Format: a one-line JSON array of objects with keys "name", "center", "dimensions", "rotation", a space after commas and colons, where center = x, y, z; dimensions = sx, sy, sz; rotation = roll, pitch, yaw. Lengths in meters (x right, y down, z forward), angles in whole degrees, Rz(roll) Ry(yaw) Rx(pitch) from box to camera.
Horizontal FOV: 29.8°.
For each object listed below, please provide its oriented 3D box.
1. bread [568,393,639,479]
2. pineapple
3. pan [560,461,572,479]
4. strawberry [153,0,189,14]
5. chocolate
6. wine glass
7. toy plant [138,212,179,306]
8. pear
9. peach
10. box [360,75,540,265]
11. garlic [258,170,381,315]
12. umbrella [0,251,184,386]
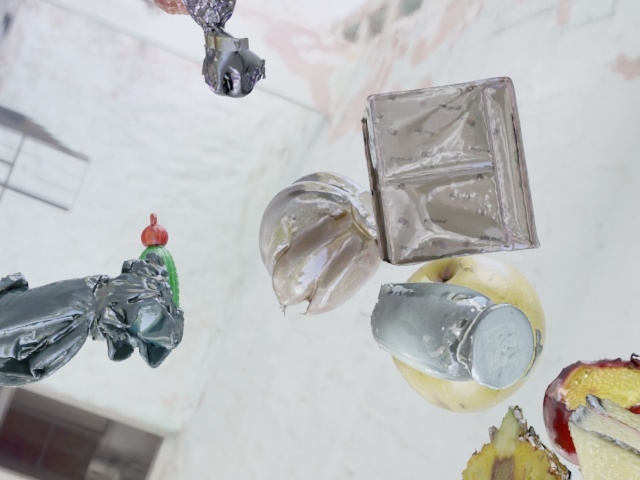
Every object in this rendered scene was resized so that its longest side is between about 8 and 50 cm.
[{"name": "bread", "center": [0.567, 0.335, 1.749], "dimensions": [0.346, 0.404, 0.242], "rotation": [3, 80, -82]}, {"name": "pineapple", "center": [0.353, 0.380, 2.090], "dimensions": [0.249, 0.139, 0.164], "rotation": [-35, -133, 45]}, {"name": "pan", "center": [0.440, 0.525, 2.427], "dimensions": [0.128, 0.048, 0.202], "rotation": [-9, -152, 28]}, {"name": "strawberry", "center": [-0.239, -0.491, 2.024], "dimensions": [0.280, 0.253, 0.150], "rotation": [-12, -147, 42]}, {"name": "chocolate", "center": [-0.092, -0.199, 1.186], "dimensions": [0.072, 0.147, 0.070], "rotation": [-34, -140, -16]}, {"name": "wine glass", "center": [0.147, 0.105, 1.390], "dimensions": [0.204, 0.111, 0.111], "rotation": [14, -97, 56]}, {"name": "toy plant", "center": [-0.320, 0.082, 2.352], "dimensions": [0.155, 0.088, 0.240], "rotation": [89, -4, -57]}, {"name": "pear", "center": [0.304, 0.188, 2.536], "dimensions": [0.348, 0.348, 0.348], "rotation": [-159, -90, -80]}, {"name": "peach", "center": [0.494, 0.289, 2.076], "dimensions": [0.226, 0.189, 0.196], "rotation": [-57, -133, 46]}, {"name": "box", "center": [0.162, -0.085, 1.622], "dimensions": [0.297, 0.190, 0.225], "rotation": [138, -56, -89]}, {"name": "garlic", "center": [0.000, 0.000, 2.133], "dimensions": [0.292, 0.237, 0.210], "rotation": [-32, 175, 27]}, {"name": "umbrella", "center": [-0.344, 0.103, 1.486], "dimensions": [0.094, 0.348, 0.143], "rotation": [86, -8, -51]}]
